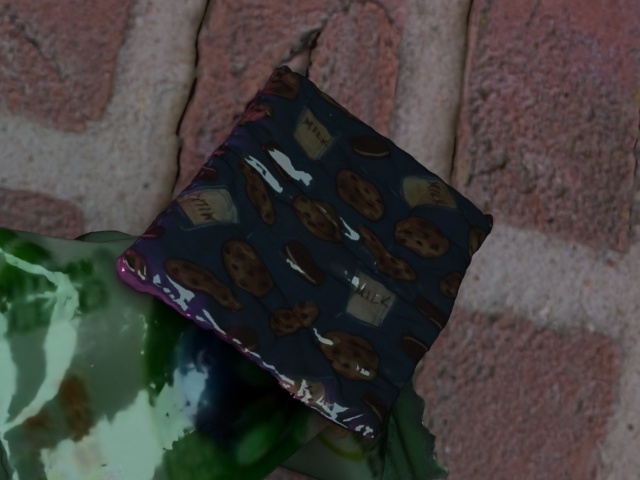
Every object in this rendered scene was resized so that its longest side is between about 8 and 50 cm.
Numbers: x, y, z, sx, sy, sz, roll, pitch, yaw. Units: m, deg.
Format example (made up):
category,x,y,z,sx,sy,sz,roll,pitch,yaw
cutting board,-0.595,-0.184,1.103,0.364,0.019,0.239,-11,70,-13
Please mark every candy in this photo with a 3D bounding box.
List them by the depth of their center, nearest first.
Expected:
category,x,y,z,sx,sy,sz,roll,pitch,yaw
candy,-0.106,0.082,1.110,0.398,0.172,0.262,-13,78,-49

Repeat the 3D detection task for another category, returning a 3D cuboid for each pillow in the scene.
category,x,y,z,sx,sy,sz,roll,pitch,yaw
pillow,0.002,0.000,1.120,0.189,0.034,0.255,34,40,0
